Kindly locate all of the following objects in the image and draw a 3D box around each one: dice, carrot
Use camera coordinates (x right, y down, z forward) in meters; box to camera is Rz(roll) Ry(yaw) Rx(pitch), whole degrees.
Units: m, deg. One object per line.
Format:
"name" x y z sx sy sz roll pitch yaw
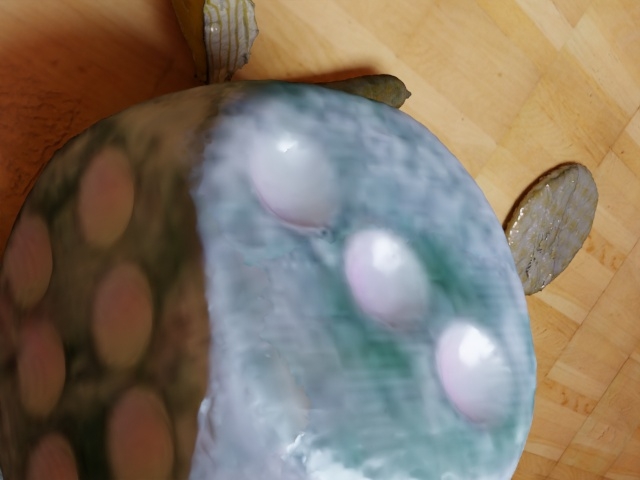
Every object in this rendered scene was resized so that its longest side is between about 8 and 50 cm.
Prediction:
"dice" -0.054 0.083 0.758 0.348 0.328 0.330 5 154 -38
"carrot" -0.040 -0.126 0.907 0.342 0.070 0.070 -19 128 -32

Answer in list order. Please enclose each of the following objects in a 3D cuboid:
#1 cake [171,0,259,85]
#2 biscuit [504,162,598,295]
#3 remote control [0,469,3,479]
"cake" -0.081 -0.206 0.791 0.079 0.116 0.185 -33 130 -23
"biscuit" 0.340 -0.013 1.354 0.219 0.033 0.220 -24 131 -32
"remote control" -0.290 0.173 0.901 0.145 0.050 0.344 -40 137 -15
